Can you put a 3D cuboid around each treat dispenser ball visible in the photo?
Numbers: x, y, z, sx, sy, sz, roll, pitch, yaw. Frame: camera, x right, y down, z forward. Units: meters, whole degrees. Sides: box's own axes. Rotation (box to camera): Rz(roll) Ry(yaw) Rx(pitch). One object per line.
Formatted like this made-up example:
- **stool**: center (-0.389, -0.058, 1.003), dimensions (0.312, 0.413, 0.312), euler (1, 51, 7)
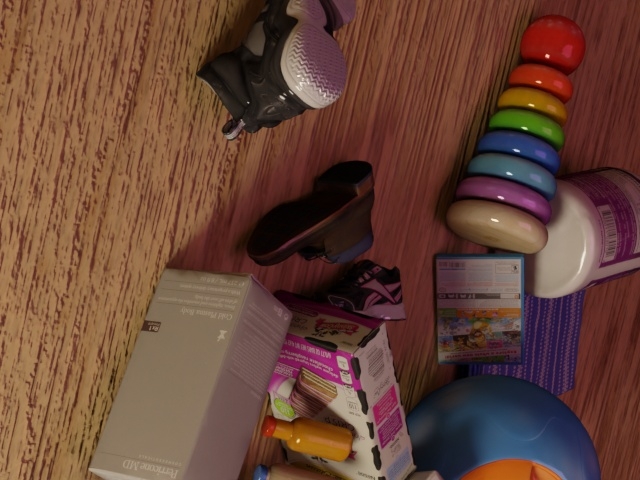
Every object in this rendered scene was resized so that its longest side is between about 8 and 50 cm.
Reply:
- **treat dispenser ball**: center (0.229, 0.323, 1.944), dimensions (0.288, 0.288, 0.288), euler (-23, 120, -46)

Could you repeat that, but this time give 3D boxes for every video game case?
- **video game case**: center (0.220, 0.095, 1.998), dimensions (0.015, 0.119, 0.166), euler (-74, 162, -65)

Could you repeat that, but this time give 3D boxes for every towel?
- **towel**: center (0.313, 0.157, 2.197), dimensions (0.336, 0.040, 0.243), euler (-16, 116, -49)

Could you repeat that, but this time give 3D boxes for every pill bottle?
- **pill bottle**: center (0.398, -0.020, 2.132), dimensions (0.301, 0.169, 0.169), euler (-11, 112, -50)

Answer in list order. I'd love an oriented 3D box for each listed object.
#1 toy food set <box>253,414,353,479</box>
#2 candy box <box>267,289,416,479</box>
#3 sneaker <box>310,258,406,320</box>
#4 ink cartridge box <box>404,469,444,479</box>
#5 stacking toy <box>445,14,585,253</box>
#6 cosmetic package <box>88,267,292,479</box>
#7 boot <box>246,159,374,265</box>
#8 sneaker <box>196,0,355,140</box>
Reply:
- **toy food set**: center (-0.057, 0.307, 1.695), dimensions (0.104, 0.111, 0.232), euler (18, 131, -19)
- **candy box**: center (0.015, 0.185, 1.726), dimensions (0.071, 0.159, 0.233), euler (-43, 133, -36)
- **sneaker**: center (0.044, 0.061, 1.808), dimensions (0.178, 0.072, 0.077), euler (2, 90, -60)
- **ink cartridge box**: center (-0.002, 0.407, 1.760), dimensions (0.296, 0.261, 0.066), euler (-44, 103, -34)
- **stacking toy**: center (0.277, -0.155, 1.976), dimensions (0.141, 0.141, 0.330), euler (33, 70, -52)
- **cosmetic package**: center (-0.133, 0.157, 1.526), dimensions (0.107, 0.127, 0.238), euler (48, 53, -49)
- **boot**: center (0.000, 0.000, 1.703), dimensions (0.219, 0.082, 0.106), euler (-38, 128, -40)
- **sneaker**: center (-0.051, -0.214, 1.546), dimensions (0.101, 0.153, 0.268), euler (45, 31, -31)
